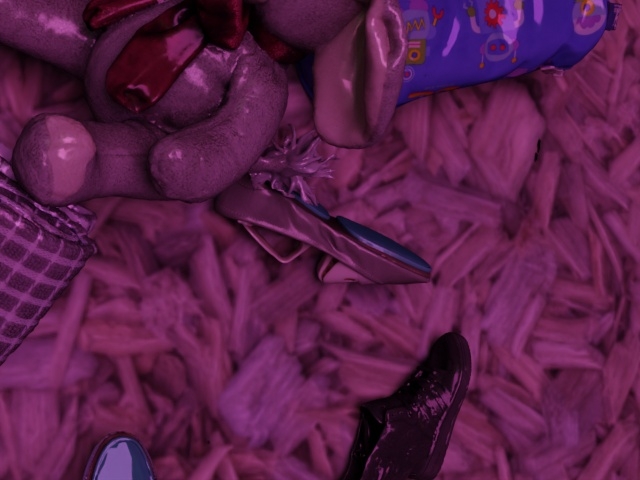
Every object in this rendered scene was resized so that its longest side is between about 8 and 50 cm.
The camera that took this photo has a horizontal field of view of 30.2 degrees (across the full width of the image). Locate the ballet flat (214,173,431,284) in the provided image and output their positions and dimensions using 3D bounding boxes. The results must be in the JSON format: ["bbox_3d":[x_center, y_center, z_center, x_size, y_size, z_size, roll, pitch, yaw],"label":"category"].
[{"bbox_3d":[0.000,0.000,1.063,0.213,0.072,0.068,30,101,-19],"label":"ballet flat"}]

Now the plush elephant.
[{"bbox_3d":[-0.066,-0.167,0.876,0.330,0.255,0.272,16,34,-34],"label":"plush elephant"}]

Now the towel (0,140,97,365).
[{"bbox_3d":[-0.331,0.004,0.810,0.283,0.121,0.235,35,105,-19],"label":"towel"}]

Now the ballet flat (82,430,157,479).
[{"bbox_3d":[-0.161,0.249,0.957,0.070,0.070,0.188,-2,82,-25],"label":"ballet flat"}]

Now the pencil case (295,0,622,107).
[{"bbox_3d":[0.126,-0.195,1.101,0.306,0.119,0.133,-17,98,-25],"label":"pencil case"}]

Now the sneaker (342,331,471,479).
[{"bbox_3d":[0.078,0.158,1.083,0.089,0.051,0.170,20,80,-27],"label":"sneaker"}]
